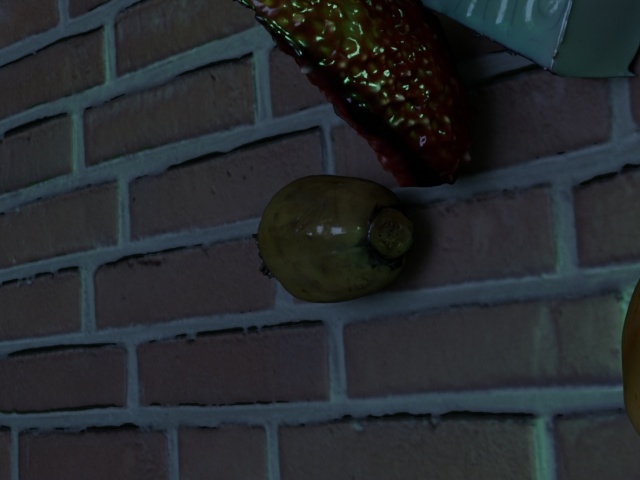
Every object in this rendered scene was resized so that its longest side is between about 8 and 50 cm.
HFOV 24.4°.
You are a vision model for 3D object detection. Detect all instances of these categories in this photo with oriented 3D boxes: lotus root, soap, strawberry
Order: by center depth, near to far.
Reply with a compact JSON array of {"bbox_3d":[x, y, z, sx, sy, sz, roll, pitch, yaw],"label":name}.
[{"bbox_3d":[0.180,-0.231,1.286,0.230,0.091,0.145,32,112,47],"label":"soap"},{"bbox_3d":[0.037,-0.179,1.319,0.138,0.306,0.233,-41,56,4],"label":"strawberry"},{"bbox_3d":[0.000,0.000,1.464,0.221,0.118,0.125,-7,65,46],"label":"lotus root"}]

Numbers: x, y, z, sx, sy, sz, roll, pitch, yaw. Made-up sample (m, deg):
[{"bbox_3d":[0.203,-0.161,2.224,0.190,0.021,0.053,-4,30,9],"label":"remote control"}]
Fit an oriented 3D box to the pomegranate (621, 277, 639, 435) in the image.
[{"bbox_3d":[0.307,0.081,1.026,0.209,0.209,0.209,-5,84,49],"label":"pomegranate"}]
